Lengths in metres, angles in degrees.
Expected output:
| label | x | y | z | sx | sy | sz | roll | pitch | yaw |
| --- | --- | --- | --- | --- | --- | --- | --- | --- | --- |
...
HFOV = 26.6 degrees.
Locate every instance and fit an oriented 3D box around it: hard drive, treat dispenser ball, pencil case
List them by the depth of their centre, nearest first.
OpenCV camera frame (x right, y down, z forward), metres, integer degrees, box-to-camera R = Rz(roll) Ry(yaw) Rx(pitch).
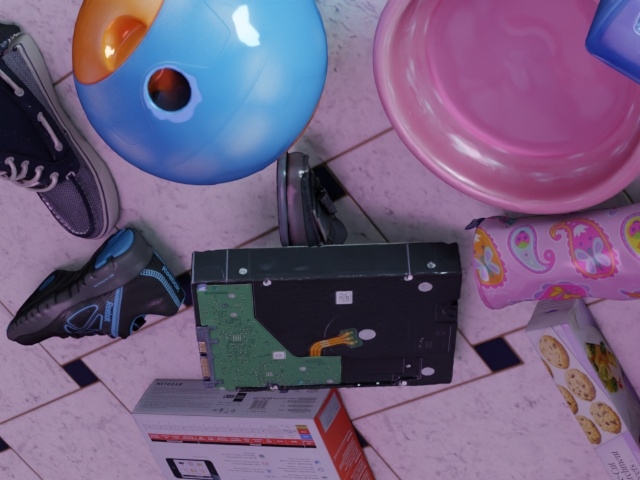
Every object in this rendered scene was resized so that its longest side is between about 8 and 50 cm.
| label | x | y | z | sx | sy | sz | roll | pitch | yaw |
| --- | --- | --- | --- | --- | --- | --- | --- | --- | --- |
| treat dispenser ball | -0.134 | -0.205 | 1.521 | 0.288 | 0.288 | 0.288 | 15 | 132 | 17 |
| pencil case | 0.315 | 0.013 | 1.575 | 0.284 | 0.124 | 0.124 | -5 | 124 | 35 |
| hard drive | 0.008 | 0.102 | 1.759 | 0.339 | 0.064 | 0.237 | -3 | 137 | -1 |

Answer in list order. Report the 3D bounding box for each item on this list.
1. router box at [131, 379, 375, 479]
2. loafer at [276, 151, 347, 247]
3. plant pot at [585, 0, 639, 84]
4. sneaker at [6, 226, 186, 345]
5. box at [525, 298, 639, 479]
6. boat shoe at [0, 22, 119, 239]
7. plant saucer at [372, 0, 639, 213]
| label | x | y | z | sx | sy | sz | roll | pitch | yaw |
| --- | --- | --- | --- | --- | --- | --- | --- | --- | --- |
| router box | -0.091 | 0.356 | 2.112 | 0.335 | 0.082 | 0.301 | -2 | 126 | 29 |
| loafer | 0.000 | 0.000 | 1.769 | 0.095 | 0.109 | 0.302 | -2 | 135 | 5 |
| plant pot | 0.410 | -0.244 | 1.245 | 0.236 | 0.236 | 0.212 | 31 | 129 | 2 |
| sneaker | -0.343 | 0.105 | 2.008 | 0.341 | 0.125 | 0.139 | -25 | 117 | 42 |
| box | 0.370 | 0.213 | 1.760 | 0.067 | 0.063 | 0.324 | -13 | 119 | 37 |
| boat shoe | -0.404 | -0.110 | 1.834 | 0.127 | 0.158 | 0.340 | -7 | 122 | 33 |
| plant saucer | 0.223 | -0.184 | 1.484 | 0.332 | 0.084 | 0.332 | 18 | 133 | 20 |
